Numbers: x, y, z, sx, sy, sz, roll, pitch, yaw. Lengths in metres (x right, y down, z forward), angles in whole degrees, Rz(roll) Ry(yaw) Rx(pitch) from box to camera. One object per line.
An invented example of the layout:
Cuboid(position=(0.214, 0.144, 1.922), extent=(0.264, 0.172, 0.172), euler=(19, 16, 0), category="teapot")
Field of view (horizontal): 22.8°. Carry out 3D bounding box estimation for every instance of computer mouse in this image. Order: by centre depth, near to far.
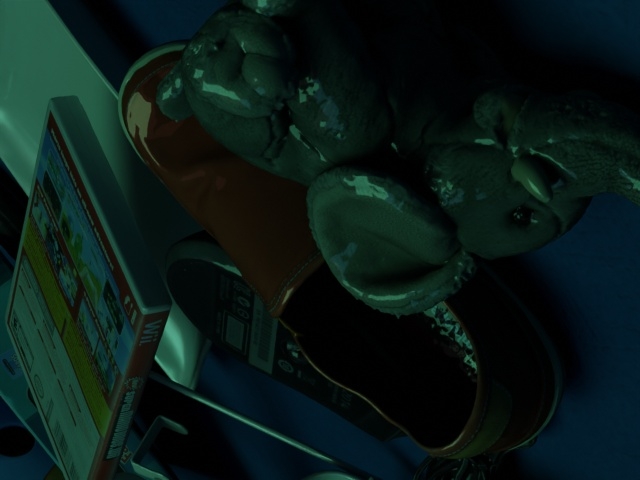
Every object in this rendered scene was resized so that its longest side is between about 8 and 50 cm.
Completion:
Cuboid(position=(0.022, 0.067, 1.059), extent=(0.272, 0.072, 0.188), euler=(32, 149, 10), category="computer mouse")

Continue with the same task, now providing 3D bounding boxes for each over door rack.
Cuboid(position=(-0.064, 0.215, 1.307), extent=(0.324, 0.108, 0.239), euler=(33, 154, 24), category="over door rack")

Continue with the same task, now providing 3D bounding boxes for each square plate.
Cuboid(position=(-0.174, -0.064, 1.290), extent=(0.347, 0.049, 0.344), euler=(51, 156, 9), category="square plate")

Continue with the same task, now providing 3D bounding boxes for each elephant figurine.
Cuboid(position=(0.053, -0.046, 0.773), extent=(0.239, 0.169, 0.186), euler=(42, -173, -7), category="elephant figurine")

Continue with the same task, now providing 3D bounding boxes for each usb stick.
Cuboid(position=(-0.265, 0.033, 1.596), extent=(0.278, 0.045, 0.077), euler=(43, 156, 25), category="usb stick")

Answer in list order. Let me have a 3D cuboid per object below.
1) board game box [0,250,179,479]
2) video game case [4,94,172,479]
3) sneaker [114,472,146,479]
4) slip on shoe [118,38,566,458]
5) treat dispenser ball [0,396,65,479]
Cuboid(position=(-0.249, 0.162, 1.571), extent=(0.336, 0.079, 0.254), euler=(55, 172, -19), category="board game box")
Cuboid(position=(-0.188, 0.057, 1.233), extent=(0.204, 0.025, 0.285), euler=(62, 149, 30), category="video game case")
Cuboid(position=(-0.130, 0.285, 1.356), extent=(0.212, 0.080, 0.094), euler=(59, 176, -11), category="sneaker")
Cuboid(position=(0.000, 0.000, 0.927), extent=(0.331, 0.101, 0.123), euler=(45, 117, 15), category="slip on shoe")
Cuboid(position=(-0.356, 0.321, 1.844), extent=(0.288, 0.288, 0.288), euler=(43, 154, 27), category="treat dispenser ball")
